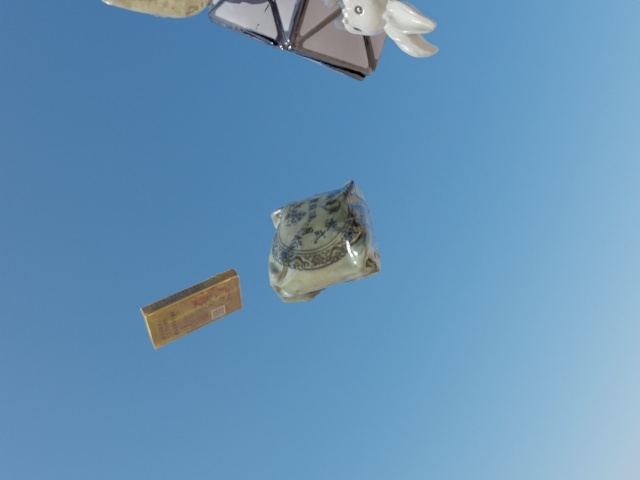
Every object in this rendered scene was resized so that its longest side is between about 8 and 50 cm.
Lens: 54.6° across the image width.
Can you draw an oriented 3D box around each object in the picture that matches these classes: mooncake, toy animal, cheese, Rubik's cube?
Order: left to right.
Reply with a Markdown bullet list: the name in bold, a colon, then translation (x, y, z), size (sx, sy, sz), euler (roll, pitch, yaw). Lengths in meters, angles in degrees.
- **cheese**: translation (-0.324, -0.522, 1.188), size (0.251, 0.247, 0.174), euler (-42, -37, -68)
- **Rubik's cube**: translation (-0.024, -0.558, 1.362), size (0.306, 0.305, 0.310), euler (0, -66, -48)
- **mooncake**: translation (-0.002, -0.004, 1.399), size (0.250, 0.255, 0.136), euler (-19, -45, 16)
- **toy animal**: translation (0.095, -0.379, 1.051), size (0.130, 0.221, 0.104), euler (-26, -33, -10)

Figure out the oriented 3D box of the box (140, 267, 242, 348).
- **box**: translation (-0.197, 0.106, 0.971), size (0.156, 0.022, 0.089), euler (-26, -37, -21)
